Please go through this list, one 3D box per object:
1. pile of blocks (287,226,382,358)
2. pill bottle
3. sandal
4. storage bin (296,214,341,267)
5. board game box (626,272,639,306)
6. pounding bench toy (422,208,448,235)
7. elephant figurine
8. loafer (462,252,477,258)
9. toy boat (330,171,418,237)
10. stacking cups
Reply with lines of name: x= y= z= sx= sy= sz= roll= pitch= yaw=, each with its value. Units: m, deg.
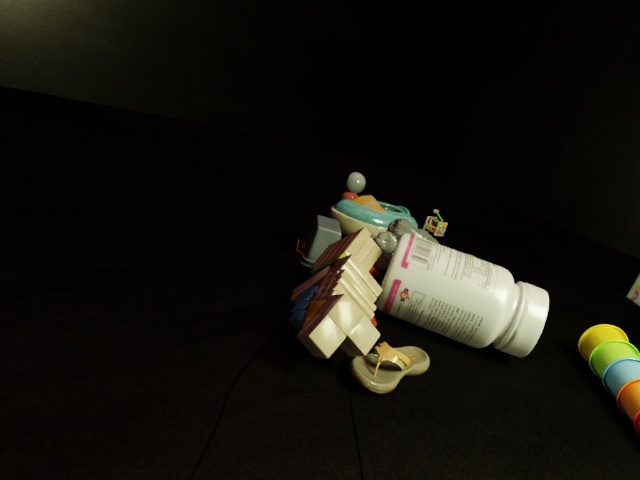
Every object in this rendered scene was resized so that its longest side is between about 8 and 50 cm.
pile of blocks: x=0.035 y=0.108 z=0.796 sx=0.112 sy=0.149 sz=0.362 roll=51 pitch=22 yaw=-11
pill bottle: x=0.260 y=0.105 z=0.898 sx=0.283 sy=0.160 sz=0.160 roll=21 pitch=18 yaw=9
sandal: x=0.108 y=0.178 z=0.712 sx=0.180 sy=0.048 sz=0.072 roll=-1 pitch=26 yaw=-47
storage bin: x=0.000 y=0.000 z=1.083 sx=0.099 sy=0.090 sz=0.135 roll=16 pitch=17 yaw=-6
board game box: x=1.159 y=0.198 z=1.527 sx=0.142 sy=0.144 sz=0.275 roll=16 pitch=17 yaw=-4
pounding bench toy: x=0.419 y=-0.064 z=1.701 sx=0.052 sy=0.083 sz=0.065 roll=3 pitch=22 yaw=-40
elephant figurine: x=0.184 y=0.025 z=1.115 sx=0.186 sy=0.169 sz=0.239 roll=48 pitch=3 yaw=1
loafer: x=0.457 y=0.078 z=1.395 sx=0.125 sy=0.039 sz=0.045 roll=25 pitch=52 yaw=32
toy boat: x=0.137 y=-0.099 z=1.423 sx=0.268 sy=0.147 sz=0.318 roll=10 pitch=19 yaw=-24
stacking cups: x=0.551 y=0.265 z=0.845 sx=0.096 sy=0.095 sz=0.316 roll=20 pitch=22 yaw=6
